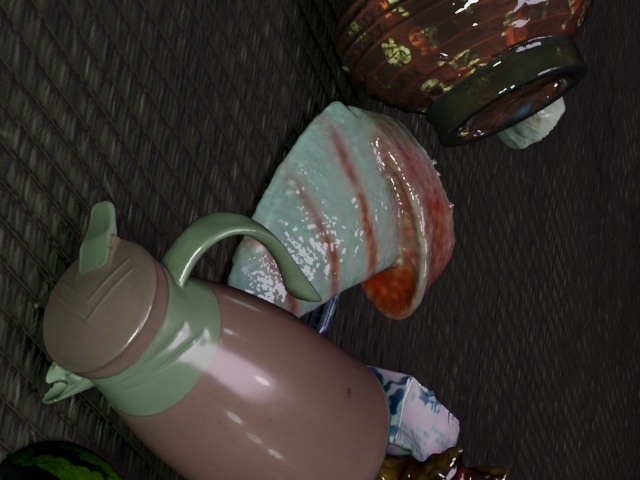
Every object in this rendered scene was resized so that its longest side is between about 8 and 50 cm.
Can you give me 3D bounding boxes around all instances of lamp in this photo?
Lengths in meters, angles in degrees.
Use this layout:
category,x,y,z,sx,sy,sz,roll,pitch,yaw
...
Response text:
category,x,y,z,sx,sy,sz,roll,pitch,yaw
lamp,0.122,-0.210,1.130,0.247,0.247,0.247,-24,117,-60

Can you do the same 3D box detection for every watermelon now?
category,x,y,z,sx,sy,sz,roll,pitch,yaw
watermelon,-0.182,0.190,0.795,0.135,0.125,0.094,-13,143,-34

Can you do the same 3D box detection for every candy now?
category,x,y,z,sx,sy,sz,roll,pitch,yaw
candy,0.070,0.178,1.251,0.160,0.092,0.073,45,57,-56

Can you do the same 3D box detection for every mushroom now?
category,x,y,z,sx,sy,sz,roll,pitch,yaw
mushroom,0.195,-0.199,1.421,0.081,0.092,0.223,-52,135,-21

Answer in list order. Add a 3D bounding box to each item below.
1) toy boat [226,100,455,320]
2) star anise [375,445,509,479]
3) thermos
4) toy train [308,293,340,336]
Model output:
category,x,y,z,sx,sy,sz,roll,pitch,yaw
toy boat,0.000,0.000,1.101,0.282,0.096,0.206,-30,110,-42
star anise,0.066,0.273,1.186,0.346,0.237,0.148,22,47,-42
thermos,-0.067,0.083,0.895,0.176,0.146,0.265,-50,137,-4
toy train,0.004,0.063,1.173,0.017,0.017,0.083,54,49,-52
